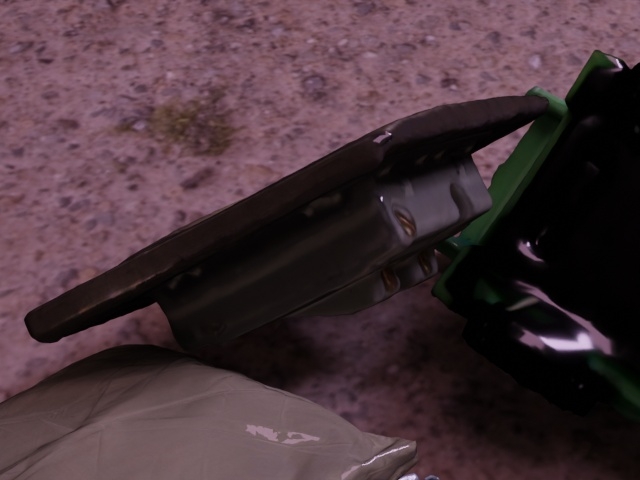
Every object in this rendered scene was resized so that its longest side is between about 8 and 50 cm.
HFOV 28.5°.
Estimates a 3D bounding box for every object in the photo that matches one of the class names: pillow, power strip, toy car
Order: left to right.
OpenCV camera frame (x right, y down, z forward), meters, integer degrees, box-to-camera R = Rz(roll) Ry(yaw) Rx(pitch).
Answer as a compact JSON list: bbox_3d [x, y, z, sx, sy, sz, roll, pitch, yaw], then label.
[{"bbox_3d":[-0.136,0.132,0.638,0.274,0.076,0.281,-26,21,-31],"label":"pillow"},{"bbox_3d":[-0.001,0.002,0.743,0.251,0.092,0.257,-20,1,30],"label":"power strip"},{"bbox_3d":[0.228,0.028,0.773,0.359,0.176,0.213,33,92,21],"label":"toy car"}]

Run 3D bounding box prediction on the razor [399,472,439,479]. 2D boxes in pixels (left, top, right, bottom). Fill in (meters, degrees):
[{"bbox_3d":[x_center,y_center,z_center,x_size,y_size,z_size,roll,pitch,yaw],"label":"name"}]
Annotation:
[{"bbox_3d":[0.101,0.226,0.622,0.232,0.106,0.068,38,51,21],"label":"razor"}]
